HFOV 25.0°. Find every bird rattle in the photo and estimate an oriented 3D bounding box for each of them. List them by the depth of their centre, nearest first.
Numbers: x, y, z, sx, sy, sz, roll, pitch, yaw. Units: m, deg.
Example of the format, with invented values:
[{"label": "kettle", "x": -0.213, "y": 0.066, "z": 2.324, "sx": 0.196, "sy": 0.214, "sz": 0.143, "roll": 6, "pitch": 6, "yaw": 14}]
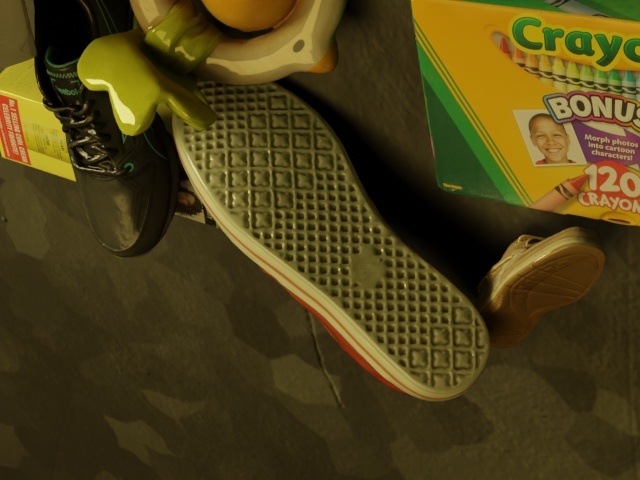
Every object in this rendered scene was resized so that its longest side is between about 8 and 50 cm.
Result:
[{"label": "bird rattle", "x": -0.081, "y": -0.203, "z": 1.047, "sx": 0.207, "sy": 0.143, "sz": 0.253, "roll": 1, "pitch": 100, "yaw": 7}]

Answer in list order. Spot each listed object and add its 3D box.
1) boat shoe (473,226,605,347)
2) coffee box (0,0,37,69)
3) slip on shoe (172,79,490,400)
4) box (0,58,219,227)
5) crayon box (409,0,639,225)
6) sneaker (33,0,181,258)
[{"label": "boat shoe", "x": 0.163, "y": 0.025, "z": 1.119, "sx": 0.063, "sy": 0.059, "sz": 0.170, "roll": 17, "pitch": 147, "yaw": -18}, {"label": "coffee box", "x": -0.320, "y": -0.239, "z": 1.107, "sx": 0.246, "sy": 0.098, "sz": 0.141, "roll": 47, "pitch": 153, "yaw": 41}, {"label": "slip on shoe", "x": 0.000, "y": 0.000, "z": 1.154, "sx": 0.331, "sy": 0.123, "sz": 0.101, "roll": 47, "pitch": 163, "yaw": 6}, {"label": "box", "x": -0.178, "y": -0.089, "z": 1.262, "sx": 0.232, "sy": 0.058, "sz": 0.087, "roll": 19, "pitch": 137, "yaw": 21}, {"label": "crayon box", "x": 0.207, "y": -0.097, "z": 0.951, "sx": 0.278, "sy": 0.081, "sz": 0.165, "roll": 12, "pitch": 134, "yaw": 28}, {"label": "sneaker", "x": -0.184, "y": -0.108, "z": 1.151, "sx": 0.101, "sy": 0.106, "sz": 0.267, "roll": 1, "pitch": 108, "yaw": 24}]
